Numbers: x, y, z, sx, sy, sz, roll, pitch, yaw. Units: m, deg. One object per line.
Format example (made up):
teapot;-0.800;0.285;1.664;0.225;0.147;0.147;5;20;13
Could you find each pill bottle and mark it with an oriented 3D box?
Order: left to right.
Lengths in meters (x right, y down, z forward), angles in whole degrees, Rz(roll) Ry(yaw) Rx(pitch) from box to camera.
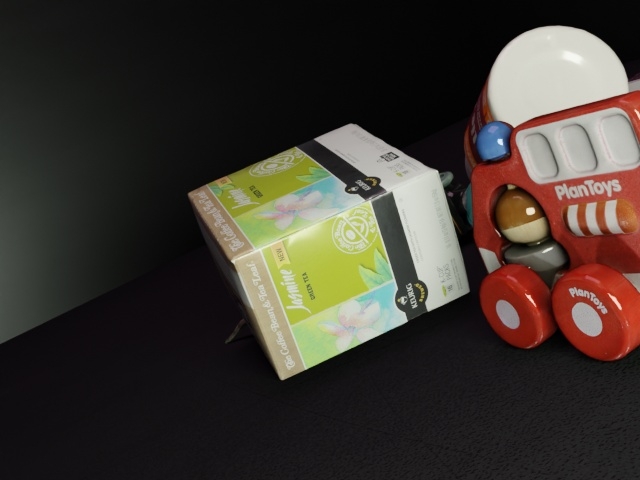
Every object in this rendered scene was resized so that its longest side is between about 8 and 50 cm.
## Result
pill bottle;0.380;-0.199;1.471;0.224;0.224;0.392;-23;-12;-4

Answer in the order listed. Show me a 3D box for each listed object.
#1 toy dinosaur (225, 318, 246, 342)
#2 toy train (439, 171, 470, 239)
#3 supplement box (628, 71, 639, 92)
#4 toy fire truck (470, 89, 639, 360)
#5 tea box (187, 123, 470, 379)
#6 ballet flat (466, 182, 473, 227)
toy dinosaur;-0.055;0.122;1.453;0.268;0.064;0.118;-18;16;43
toy train;0.157;-0.032;1.625;0.190;0.142;0.334;-40;18;-34
supplement box;0.786;-0.337;1.901;0.073;0.130;0.239;-12;15;45
toy fire truck;0.274;-0.023;0.900;0.169;0.253;0.302;-26;10;-25
tea box;0.000;0.000;1.298;0.324;0.220;0.329;-25;26;-11
ballet flat;0.369;-0.039;1.270;0.147;0.147;0.409;-24;12;-13
